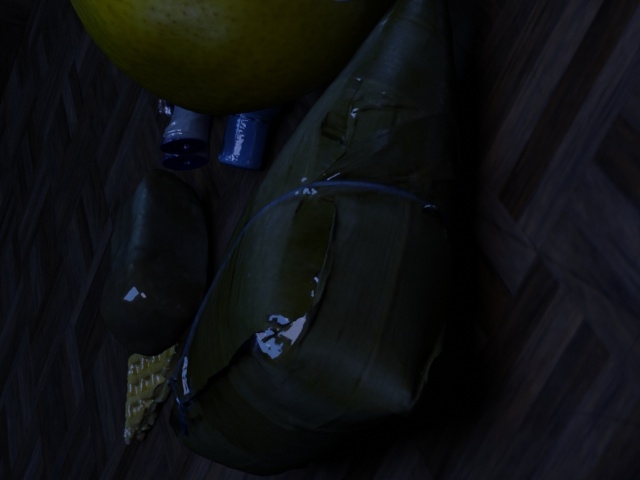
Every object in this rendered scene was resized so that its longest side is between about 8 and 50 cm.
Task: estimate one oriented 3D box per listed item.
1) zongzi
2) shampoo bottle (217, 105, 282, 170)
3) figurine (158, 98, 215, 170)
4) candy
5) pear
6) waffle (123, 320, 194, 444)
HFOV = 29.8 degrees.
[{"bbox_3d":[0.000,0.000,1.037,0.356,0.174,0.393,136,150,-58],"label":"zongzi"},{"bbox_3d":[-0.064,-0.208,1.369,0.104,0.061,0.258,-163,86,-70],"label":"shampoo bottle"},{"bbox_3d":[-0.154,-0.225,1.383,0.194,0.133,0.274,86,178,-47],"label":"figurine"},{"bbox_3d":[-0.199,0.022,1.466,0.104,0.102,0.234,-45,29,35],"label":"candy"},{"bbox_3d":[-0.075,-0.314,1.115,0.362,0.362,0.418,-104,33,-44],"label":"pear"},{"bbox_3d":[-0.196,0.180,1.493,0.191,0.032,0.125,-29,53,56],"label":"waffle"}]
